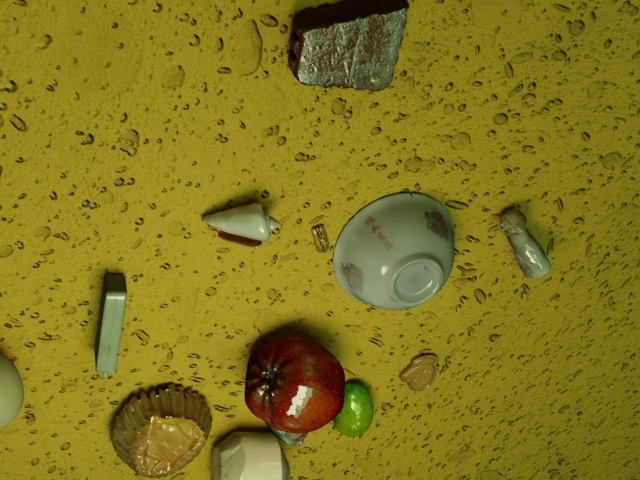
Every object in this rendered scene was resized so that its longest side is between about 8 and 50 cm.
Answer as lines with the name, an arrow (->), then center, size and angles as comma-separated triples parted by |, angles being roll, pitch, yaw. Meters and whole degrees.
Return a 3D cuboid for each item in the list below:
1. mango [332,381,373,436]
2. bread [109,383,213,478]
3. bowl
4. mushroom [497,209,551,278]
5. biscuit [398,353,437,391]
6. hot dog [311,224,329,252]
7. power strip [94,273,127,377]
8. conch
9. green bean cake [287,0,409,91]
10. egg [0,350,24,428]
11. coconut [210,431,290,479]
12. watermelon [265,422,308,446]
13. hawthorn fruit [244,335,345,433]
mango -> 0.096, 0.497, 1.969 | 0.119, 0.100, 0.179 | -3, 114, -13
bread -> -0.419, 0.519, 1.788 | 0.274, 0.149, 0.274 | -6, 116, -12
bowl -> 0.214, 0.065, 1.706 | 0.345, 0.157, 0.346 | -8, 123, -12
mushroom -> 0.548, 0.006, 1.820 | 0.081, 0.092, 0.223 | -25, 119, 19
biscuit -> 0.293, 0.400, 2.018 | 0.118, 0.023, 0.140 | -11, 124, -12
hot dog -> 0.000, 0.000, 1.678 | 0.037, 0.021, 0.083 | -22, 123, -3
power strip -> -0.504, 0.220, 1.607 | 0.053, 0.093, 0.288 | 4, 118, -24
conch -> -0.182, -0.031, 1.559 | 0.176, 0.094, 0.104 | -13, 163, -5
green bean cake -> 0.052, -0.416, 1.392 | 0.232, 0.097, 0.199 | -3, 123, -16
egg -> -0.782, 0.336, 1.532 | 0.186, 0.186, 0.242 | -30, 130, 1
coconut -> -0.189, 0.651, 1.903 | 0.241, 0.241, 0.241 | -8, 123, -13
watermelon -> -0.081, 0.530, 1.953 | 0.139, 0.071, 0.187 | -34, 124, -1
hawthorn fruit -> -0.049, 0.391, 1.781 | 0.254, 0.254, 0.300 | -41, 139, 9
